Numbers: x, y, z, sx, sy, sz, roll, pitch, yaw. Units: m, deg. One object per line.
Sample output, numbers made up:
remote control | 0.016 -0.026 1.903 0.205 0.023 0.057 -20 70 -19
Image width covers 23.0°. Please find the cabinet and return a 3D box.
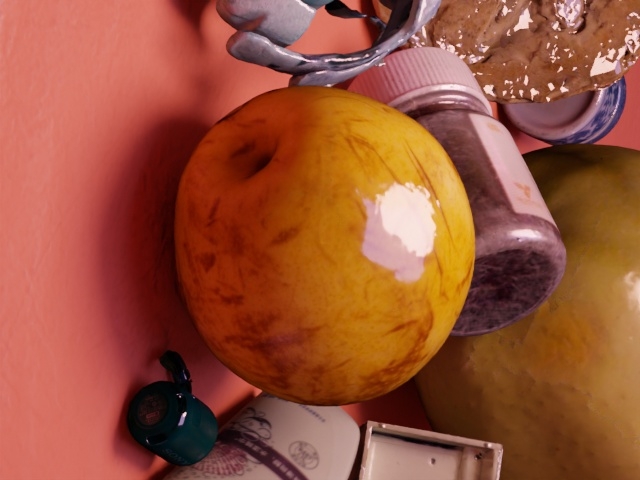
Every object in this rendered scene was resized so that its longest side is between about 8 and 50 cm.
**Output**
cabinet | 0.089 0.272 1.565 0.206 0.150 0.145 121 -20 -75

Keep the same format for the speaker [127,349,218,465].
speaker | -0.122 0.142 1.354 0.075 0.060 0.094 46 52 -54

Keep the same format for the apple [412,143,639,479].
apple | 0.311 0.109 1.776 0.473 0.473 0.474 -8 99 -61

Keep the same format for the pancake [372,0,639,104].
pancake | 0.221 -0.336 1.705 0.082 0.386 0.387 -140 -136 -72

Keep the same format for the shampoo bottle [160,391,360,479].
shampoo bottle | -0.080 0.244 1.364 0.359 0.134 0.078 -38 153 -55

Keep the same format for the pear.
pear | 0.000 0.000 1.368 0.280 0.280 0.281 -8 99 -61

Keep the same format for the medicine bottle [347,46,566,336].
medicine bottle | 0.128 -0.052 1.583 0.165 0.165 0.273 51 15 -51

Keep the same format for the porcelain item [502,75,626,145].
porcelain item | 0.319 -0.196 2.055 0.114 0.147 0.147 10 83 -63

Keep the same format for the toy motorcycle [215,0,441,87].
toy motorcycle | -0.007 -0.244 1.427 0.260 0.154 0.206 -20 86 -39
